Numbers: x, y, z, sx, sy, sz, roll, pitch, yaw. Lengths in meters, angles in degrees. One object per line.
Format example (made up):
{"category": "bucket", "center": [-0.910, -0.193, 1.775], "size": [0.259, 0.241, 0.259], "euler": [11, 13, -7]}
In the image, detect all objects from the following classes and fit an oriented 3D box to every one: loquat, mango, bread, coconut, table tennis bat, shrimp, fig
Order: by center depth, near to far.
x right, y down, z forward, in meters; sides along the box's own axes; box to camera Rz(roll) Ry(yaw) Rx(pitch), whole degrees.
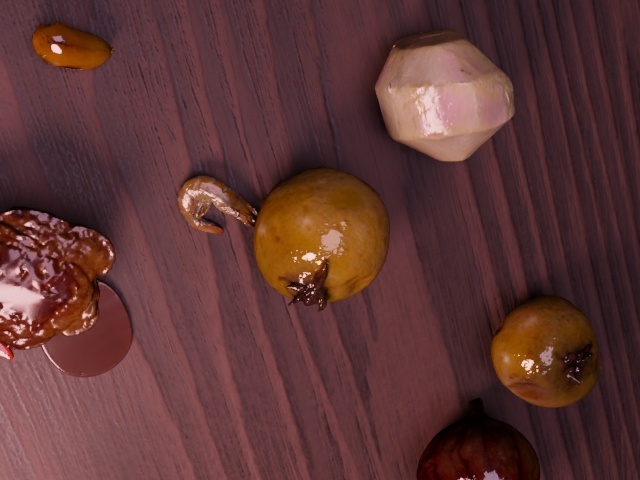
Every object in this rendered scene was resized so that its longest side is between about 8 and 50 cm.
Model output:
{"category": "mango", "center": [-0.392, -0.302, 1.508], "size": [0.127, 0.077, 0.063], "euler": [7, 76, -31]}
{"category": "bread", "center": [-0.465, 0.055, 1.508], "size": [0.247, 0.135, 0.232], "euler": [14, 99, -20]}
{"category": "loquat", "center": [0.000, 0.000, 1.609], "size": [0.244, 0.244, 0.243], "euler": [-4, 103, -16]}
{"category": "table tennis bat", "center": [-0.419, 0.108, 1.620], "size": [0.154, 0.021, 0.274], "euler": [-24, 109, -12]}
{"category": "coconut", "center": [0.212, -0.240, 1.629], "size": [0.197, 0.237, 0.236], "euler": [-35, 114, -44]}
{"category": "shrimp", "center": [-0.174, -0.045, 1.645], "size": [0.162, 0.045, 0.095], "euler": [37, 90, -22]}
{"category": "fig", "center": [0.294, 0.424, 1.794], "size": [0.235, 0.235, 0.214], "euler": [-11, 100, -14]}
{"category": "loquat", "center": [0.424, 0.215, 1.795], "size": [0.213, 0.213, 0.213], "euler": [-4, 103, -16]}

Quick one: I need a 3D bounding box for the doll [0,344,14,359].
{"category": "doll", "center": [-0.582, 0.136, 1.558], "size": [0.109, 0.057, 0.169], "euler": [-21, 104, -14]}
